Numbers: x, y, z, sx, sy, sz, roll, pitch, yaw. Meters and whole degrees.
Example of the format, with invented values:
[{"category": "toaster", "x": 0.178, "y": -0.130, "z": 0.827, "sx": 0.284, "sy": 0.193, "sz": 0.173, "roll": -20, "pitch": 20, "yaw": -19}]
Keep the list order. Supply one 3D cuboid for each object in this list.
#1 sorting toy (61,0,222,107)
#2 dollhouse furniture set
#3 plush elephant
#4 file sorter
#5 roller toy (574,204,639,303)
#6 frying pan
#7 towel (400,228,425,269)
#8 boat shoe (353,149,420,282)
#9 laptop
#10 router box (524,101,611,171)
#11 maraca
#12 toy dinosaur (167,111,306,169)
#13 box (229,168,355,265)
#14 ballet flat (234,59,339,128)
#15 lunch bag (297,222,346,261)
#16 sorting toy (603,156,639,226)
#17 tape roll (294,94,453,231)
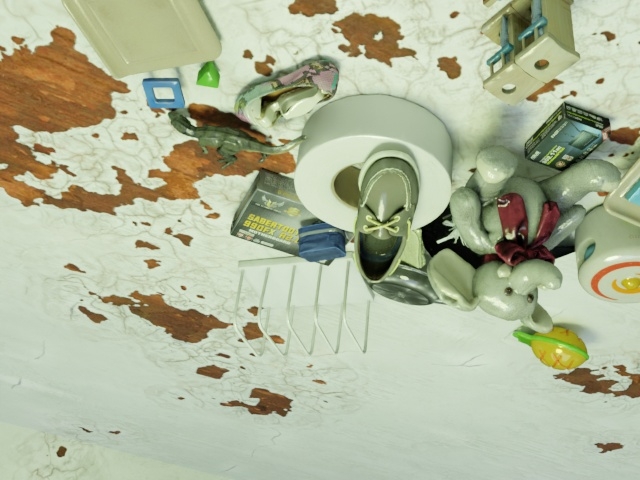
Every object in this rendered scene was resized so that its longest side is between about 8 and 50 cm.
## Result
[{"category": "sorting toy", "x": -0.275, "y": -0.347, "z": 1.245, "sx": 0.196, "sy": 0.047, "sz": 0.348, "roll": -9, "pitch": 143, "yaw": 15}, {"category": "dollhouse furniture set", "x": 0.249, "y": -0.308, "z": 1.123, "sx": 0.183, "sy": 0.129, "sz": 0.129, "roll": 25, "pitch": 142, "yaw": -25}, {"category": "plush elephant", "x": 0.335, "y": 0.021, "z": 1.385, "sx": 0.272, "sy": 0.255, "sz": 0.330, "roll": 7, "pitch": 154, "yaw": -25}, {"category": "file sorter", "x": -0.040, "y": 0.158, "z": 1.820, "sx": 0.277, "sy": 0.173, "sz": 0.193, "roll": -5, "pitch": 143, "yaw": 18}, {"category": "roller toy", "x": 0.594, "y": 0.031, "z": 1.534, "sx": 0.191, "sy": 0.146, "sz": 0.209, "roll": -20, "pitch": 137, "yaw": 35}, {"category": "frying pan", "x": 0.240, "y": 0.122, "z": 1.779, "sx": 0.326, "sy": 0.053, "sz": 0.197, "roll": 24, "pitch": 161, "yaw": -14}, {"category": "towel", "x": 0.164, "y": 0.003, "z": 1.653, "sx": 0.110, "sy": 0.027, "sz": 0.148, "roll": 20, "pitch": 153, "yaw": 23}, {"category": "boat shoe", "x": 0.113, "y": -0.036, "z": 1.402, "sx": 0.109, "sy": 0.091, "sz": 0.305, "roll": 6, "pitch": 146, "yaw": 2}, {"category": "laptop", "x": 0.360, "y": -0.009, "z": 1.641, "sx": 0.234, "sy": 0.136, "sz": 0.264, "roll": -27, "pitch": 107, "yaw": 39}, {"category": "router box", "x": 0.422, "y": -0.174, "z": 1.365, "sx": 0.092, "sy": 0.038, "sz": 0.122, "roll": 17, "pitch": 145, "yaw": -13}, {"category": "maraca", "x": 0.555, "y": 0.255, "z": 1.918, "sx": 0.185, "sy": 0.099, "sz": 0.127, "roll": 13, "pitch": 161, "yaw": 39}, {"category": "toy dinosaur", "x": -0.148, "y": -0.173, "z": 1.437, "sx": 0.268, "sy": 0.064, "sz": 0.118, "roll": 10, "pitch": 163, "yaw": 12}, {"category": "box", "x": -0.049, "y": -0.042, "z": 1.632, "sx": 0.231, "sy": 0.056, "sz": 0.183, "roll": 18, "pitch": 145, "yaw": -16}, {"category": "ballet flat", "x": -0.065, "y": -0.232, "z": 1.338, "sx": 0.221, "sy": 0.079, "sz": 0.077, "roll": -17, "pitch": 140, "yaw": 32}, {"category": "lunch bag", "x": 0.000, "y": 0.000, "z": 1.578, "sx": 0.098, "sy": 0.065, "sz": 0.067, "roll": -9, "pitch": 158, "yaw": 19}, {"category": "sorting toy", "x": 0.623, "y": -0.100, "z": 1.368, "sx": 0.193, "sy": 0.038, "sz": 0.208, "roll": 20, "pitch": 121, "yaw": -18}, {"category": "tape roll", "x": 0.096, "y": -0.129, "z": 1.440, "sx": 0.286, "sy": 0.100, "sz": 0.286, "roll": 5, "pitch": 146, "yaw": 3}]
